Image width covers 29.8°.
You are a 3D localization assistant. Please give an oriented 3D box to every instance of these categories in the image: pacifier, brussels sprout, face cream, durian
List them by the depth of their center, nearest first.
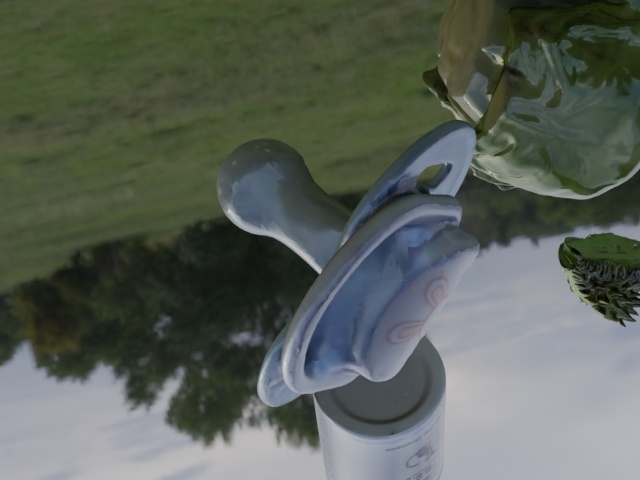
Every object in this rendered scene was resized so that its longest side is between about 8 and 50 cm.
[{"bbox_3d":[0.000,0.000,0.991,0.238,0.226,0.287,-14,136,-60],"label":"pacifier"},{"bbox_3d":[0.075,0.248,1.408,0.145,0.145,0.369,-13,144,-3],"label":"face cream"},{"bbox_3d":[0.432,0.052,1.781,0.375,0.132,0.106,6,123,-53],"label":"durian"},{"bbox_3d":[0.374,-0.270,1.787,0.361,0.425,0.342,10,178,-18],"label":"brussels sprout"}]
